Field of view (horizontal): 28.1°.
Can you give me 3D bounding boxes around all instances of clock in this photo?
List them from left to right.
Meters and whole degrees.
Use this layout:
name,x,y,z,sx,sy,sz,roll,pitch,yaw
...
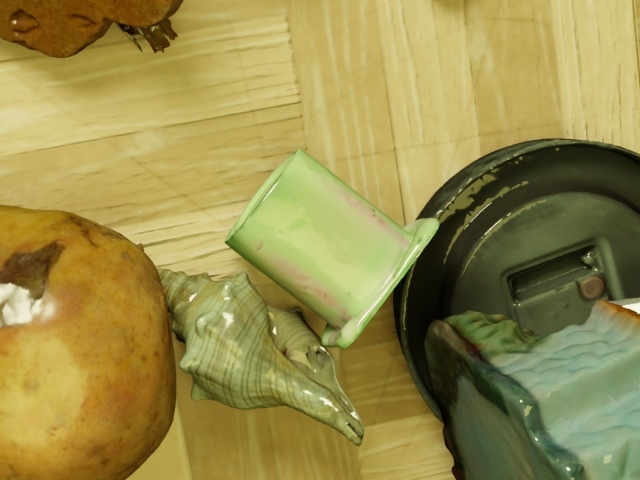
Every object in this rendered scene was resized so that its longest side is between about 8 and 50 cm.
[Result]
name,x,y,z,sx,sy,sz,roll,pitch,yaw
clock,0.229,0.056,1.248,0.325,0.067,0.325,-2,105,-10

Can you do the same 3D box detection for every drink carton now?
name,x,y,z,sx,sy,sz,roll,pitch,yaw
drink carton,0.000,0.000,1.159,0.142,0.144,0.146,37,81,-6

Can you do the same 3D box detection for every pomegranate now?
name,x,y,z,sx,sy,sz,roll,pitch,yaw
pomegranate,-0.253,0.107,1.074,0.281,0.281,0.281,-3,104,-10

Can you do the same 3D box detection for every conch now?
name,x,y,z,sx,sy,sz,roll,pitch,yaw
conch,-0.065,0.105,1.188,0.234,0.137,0.114,40,120,-9

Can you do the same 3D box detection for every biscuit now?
name,x,y,z,sx,sy,sz,roll,pitch,yaw
biscuit,-0.241,-0.253,1.044,0.290,0.041,0.208,16,127,12

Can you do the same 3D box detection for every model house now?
name,x,y,z,sx,sy,sz,roll,pitch,yaw
model house,0.318,0.185,1.128,0.339,0.297,0.360,-22,108,-10

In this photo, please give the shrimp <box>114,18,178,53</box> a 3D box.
name,x,y,z,sx,sy,sz,roll,pitch,yaw
shrimp,-0.181,-0.272,1.068,0.068,0.150,0.248,-50,126,-39
